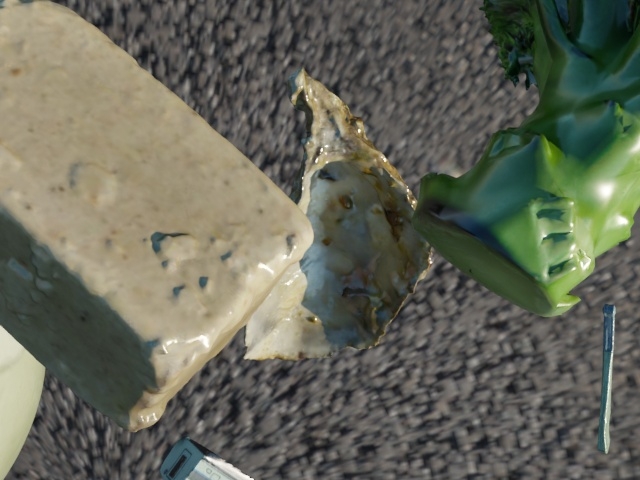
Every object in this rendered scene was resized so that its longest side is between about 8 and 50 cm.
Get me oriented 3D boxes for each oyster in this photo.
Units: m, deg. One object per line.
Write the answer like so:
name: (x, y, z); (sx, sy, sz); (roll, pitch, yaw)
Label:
oyster: (0.027, -0.006, 1.862); (0.204, 0.111, 0.396); (9, 124, -5)

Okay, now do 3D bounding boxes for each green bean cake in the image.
green bean cake: (-0.104, -0.016, 0.709); (0.179, 0.085, 0.109); (43, 52, 4)

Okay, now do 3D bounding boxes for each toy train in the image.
toy train: (-0.039, 0.264, 1.502); (0.252, 0.055, 0.048); (38, 81, -30)

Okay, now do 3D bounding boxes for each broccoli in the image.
broccoli: (0.192, -0.080, 0.856); (0.297, 0.297, 0.297); (39, 79, 1)

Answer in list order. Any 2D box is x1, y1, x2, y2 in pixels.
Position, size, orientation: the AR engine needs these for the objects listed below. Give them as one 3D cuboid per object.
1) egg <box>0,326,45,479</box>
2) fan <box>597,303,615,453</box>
egg: (-0.305, 0.063, 0.973); (0.278, 0.336, 0.278); (1, 76, -4)
fan: (0.352, 0.169, 2.001); (0.016, 0.038, 0.193); (5, 107, 16)
